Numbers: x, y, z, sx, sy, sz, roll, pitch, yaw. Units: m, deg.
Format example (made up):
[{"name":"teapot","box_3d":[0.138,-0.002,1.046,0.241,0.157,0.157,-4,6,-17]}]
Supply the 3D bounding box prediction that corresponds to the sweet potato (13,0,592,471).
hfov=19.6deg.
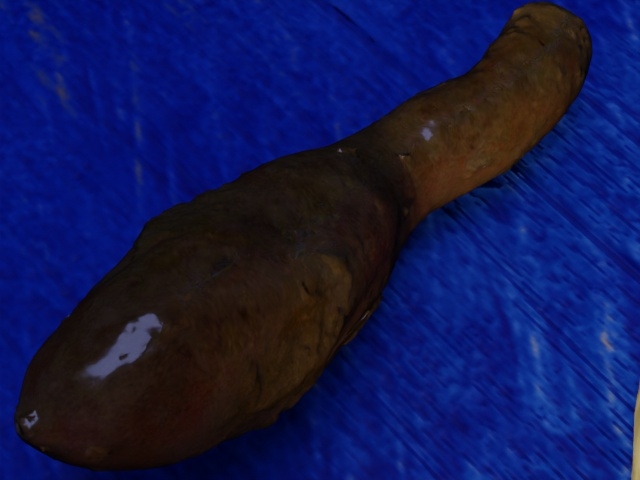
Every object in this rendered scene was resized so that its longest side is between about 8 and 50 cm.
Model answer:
[{"name":"sweet potato","box_3d":[0.000,0.000,0.889,0.109,0.109,0.385,32,47,26]}]

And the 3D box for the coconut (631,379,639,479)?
[{"name":"coconut","box_3d":[0.299,0.118,0.631,0.415,0.344,0.415,0,91,18]}]
